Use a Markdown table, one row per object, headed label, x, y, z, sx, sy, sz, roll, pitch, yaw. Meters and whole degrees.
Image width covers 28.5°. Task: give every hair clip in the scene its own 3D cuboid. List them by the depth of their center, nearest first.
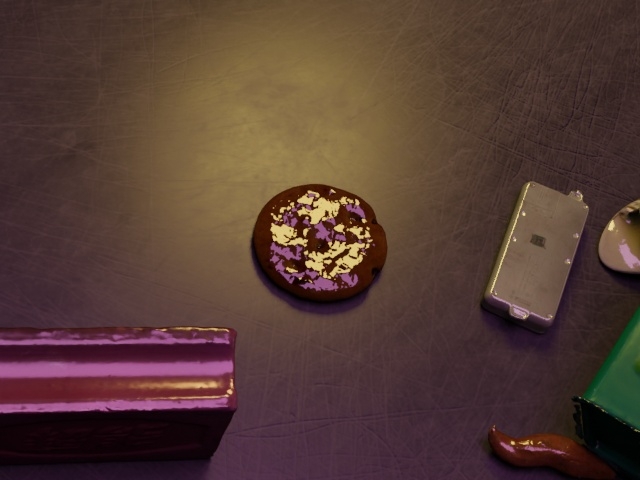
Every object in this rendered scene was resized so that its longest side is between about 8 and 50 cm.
| label | x | y | z | sx | sy | sz | roll | pitch | yaw |
| --- | --- | --- | --- | --- | --- | --- | --- | --- | --- |
| hair clip | 0.596 | -0.029 | 2.091 | 0.282 | 0.113 | 0.172 | -19 | 69 | -28 |

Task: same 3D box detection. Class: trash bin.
| label | x | y | z | sx | sy | sz | roll | pitch | yaw |
| --- | --- | --- | --- | --- | --- | --- | --- | --- | --- |
| trash bin | 0.560 | 0.182 | 1.869 | 0.259 | 0.295 | 0.381 | 32 | 71 | 29 |

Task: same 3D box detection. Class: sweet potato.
| label | x | y | z | sx | sy | sz | roll | pitch | yaw |
| --- | --- | --- | --- | --- | --- | --- | --- | --- | --- |
| sweet potato | 0.343 | 0.316 | 1.873 | 0.202 | 0.055 | 0.058 | 13 | 26 | -4 |

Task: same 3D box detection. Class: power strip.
| label | x | y | z | sx | sy | sz | roll | pitch | yaw |
| --- | --- | --- | --- | --- | --- | --- | --- | --- | --- |
| power strip | 0.348 | 0.022 | 2.031 | 0.118 | 0.046 | 0.270 | 23 | 61 | 2 |

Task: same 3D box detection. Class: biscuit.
| label | x | y | z | sx | sy | sz | roll | pitch | yaw |
| --- | --- | --- | --- | --- | --- | --- | --- | --- | --- |
| biscuit | 0.000 | 0.000 | 1.963 | 0.212 | 0.036 | 0.212 | 5 | 61 | -10 |

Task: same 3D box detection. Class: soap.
| label | x | y | z | sx | sy | sz | roll | pitch | yaw |
| --- | --- | --- | --- | --- | --- | --- | --- | --- | --- |
| soap | -0.302 | 0.206 | 1.671 | 0.360 | 0.233 | 0.128 | 1 | 64 | -14 |
